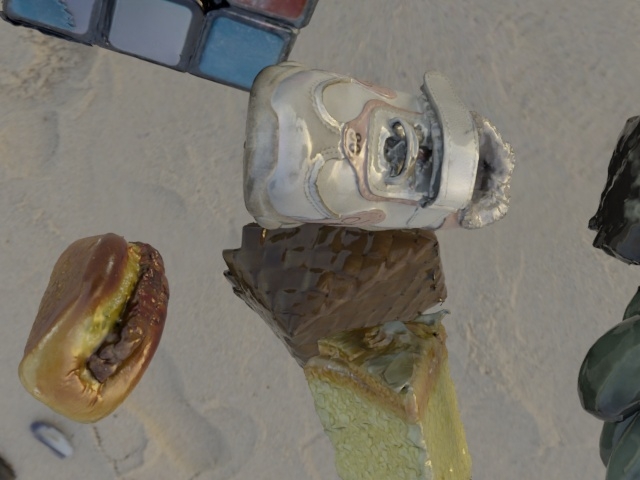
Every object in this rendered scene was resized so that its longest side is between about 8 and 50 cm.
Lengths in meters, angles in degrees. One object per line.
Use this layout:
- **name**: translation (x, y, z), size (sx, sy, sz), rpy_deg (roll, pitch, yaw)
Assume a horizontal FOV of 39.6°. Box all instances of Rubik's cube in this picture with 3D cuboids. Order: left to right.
- **Rubik's cube**: translation (-0.151, -0.438, 1.059), size (0.363, 0.362, 0.358), rpy_deg (14, 134, -13)

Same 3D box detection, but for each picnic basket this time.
- **picnic basket**: translation (0.000, 0.000, 1.285), size (0.291, 0.254, 0.321), rpy_deg (-31, 63, -5)

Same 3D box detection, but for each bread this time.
- **bread**: translation (0.056, 0.142, 0.680), size (0.127, 0.152, 0.147), rpy_deg (-13, 101, 5)

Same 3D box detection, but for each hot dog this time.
- **hot dog**: translation (-0.381, 0.119, 1.583), size (0.223, 0.405, 0.185), rpy_deg (-40, 116, 21)

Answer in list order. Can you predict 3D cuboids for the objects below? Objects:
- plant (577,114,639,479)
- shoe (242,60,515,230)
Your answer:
- **plant**: translation (0.257, 0.048, 0.614), size (0.149, 0.146, 0.274), rpy_deg (9, 83, 11)
- **shoe**: translation (0.070, -0.094, 0.916), size (0.198, 0.351, 0.171), rpy_deg (4, 94, 30)
